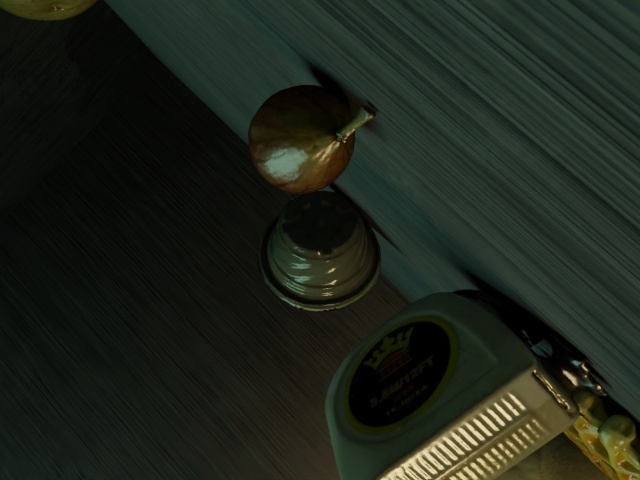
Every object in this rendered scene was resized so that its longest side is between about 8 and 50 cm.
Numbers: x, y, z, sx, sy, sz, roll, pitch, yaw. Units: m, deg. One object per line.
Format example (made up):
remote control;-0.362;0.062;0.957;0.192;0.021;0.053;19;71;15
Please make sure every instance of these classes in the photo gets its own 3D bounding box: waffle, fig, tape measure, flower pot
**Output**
waffle;0.330;0.232;0.855;0.250;0.056;0.261;44;-178;9
fig;-0.003;-0.080;0.576;0.089;0.089;0.125;45;166;-19
tape measure;0.144;0.156;0.812;0.133;0.271;0.231;43;-165;-23
flower pot;0.000;0.000;1.349;0.235;0.235;0.140;44;156;24

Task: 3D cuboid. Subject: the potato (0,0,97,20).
potato;-0.282;-0.303;0.753;0.157;0.157;0.194;45;-179;-26

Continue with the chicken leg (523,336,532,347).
chicken leg;0.235;0.136;1.025;0.106;0.051;0.253;50;176;-9

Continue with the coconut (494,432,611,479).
coconut;0.361;0.425;1.326;0.352;0.352;0.352;44;180;0
